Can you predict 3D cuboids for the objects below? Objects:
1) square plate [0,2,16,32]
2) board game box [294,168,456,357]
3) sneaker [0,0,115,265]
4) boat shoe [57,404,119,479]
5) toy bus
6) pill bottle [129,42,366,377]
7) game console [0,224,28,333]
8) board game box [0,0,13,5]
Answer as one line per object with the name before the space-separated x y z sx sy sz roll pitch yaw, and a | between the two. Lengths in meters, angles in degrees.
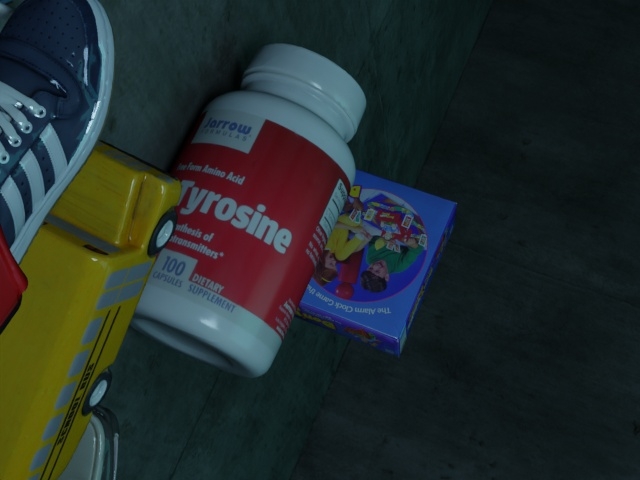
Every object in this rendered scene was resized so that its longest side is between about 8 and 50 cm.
square plate | -0.314 -0.032 0.724 0.344 0.049 0.347 -67 168 6
board game box | 0.000 0.000 1.355 0.078 0.347 0.233 78 35 -64
sneaker | -0.244 -0.059 0.619 0.282 0.099 0.153 -63 170 3
boat shoe | -0.309 0.372 1.137 0.095 0.112 0.335 24 74 -77
toy bus | -0.250 0.075 0.847 0.333 0.108 0.130 -66 169 12
pill bottle | -0.093 -0.046 1.196 0.229 0.229 0.408 72 40 -67
game console | -0.310 0.123 0.372 0.060 0.342 0.386 63 6 -17
board game box | -0.317 -0.190 0.615 0.281 0.027 0.145 -52 158 -50
